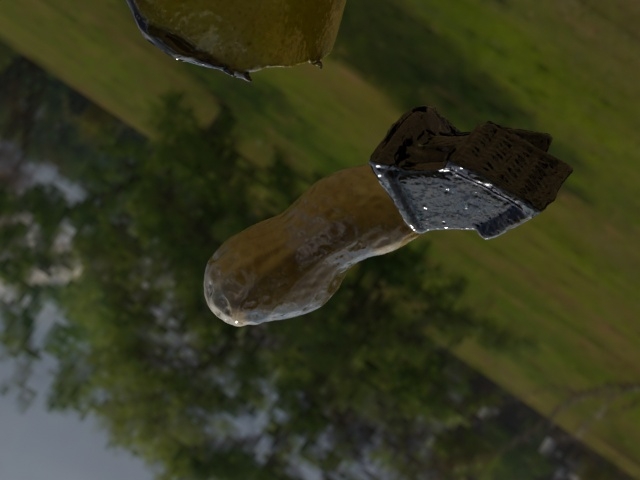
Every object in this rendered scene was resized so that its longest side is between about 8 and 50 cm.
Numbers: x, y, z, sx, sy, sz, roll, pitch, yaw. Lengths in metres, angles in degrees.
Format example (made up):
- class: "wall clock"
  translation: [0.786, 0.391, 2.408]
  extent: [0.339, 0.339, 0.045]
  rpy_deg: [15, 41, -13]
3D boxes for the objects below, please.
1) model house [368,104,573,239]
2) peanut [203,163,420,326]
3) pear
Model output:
- class: "model house"
  translation: [0.150, -0.069, 1.550]
  extent: [0.152, 0.165, 0.106]
  rpy_deg: [3, 126, 29]
- class: "peanut"
  translation: [0.000, 0.000, 1.732]
  extent: [0.101, 0.263, 0.117]
  rpy_deg: [61, -165, 24]
- class: "pear"
  translation: [-0.054, -0.267, 1.320]
  extent: [0.267, 0.178, 0.267]
  rpy_deg: [27, -147, -19]
